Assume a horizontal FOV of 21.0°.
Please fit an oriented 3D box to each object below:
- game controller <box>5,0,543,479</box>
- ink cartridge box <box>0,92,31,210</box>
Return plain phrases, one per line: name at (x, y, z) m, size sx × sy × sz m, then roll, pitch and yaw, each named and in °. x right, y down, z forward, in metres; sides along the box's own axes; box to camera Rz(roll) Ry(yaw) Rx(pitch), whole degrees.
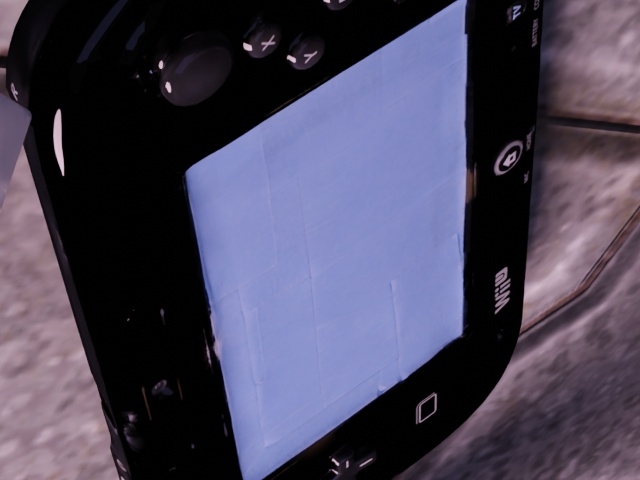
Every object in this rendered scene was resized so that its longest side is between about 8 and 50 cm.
game controller at (0.000, 0.000, 0.543) m, size 0.166 × 0.067 × 0.319 m, roll -26°, pitch 146°, yaw -15°
ink cartridge box at (-0.117, -0.029, 0.410) m, size 0.048 × 0.083 × 0.028 m, roll 34°, pitch 68°, yaw -55°
